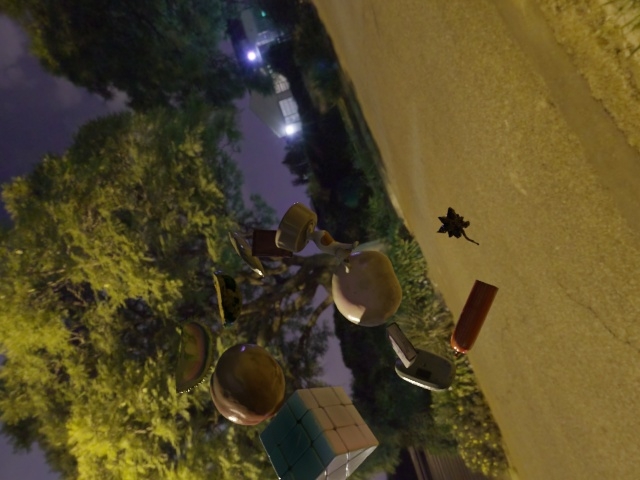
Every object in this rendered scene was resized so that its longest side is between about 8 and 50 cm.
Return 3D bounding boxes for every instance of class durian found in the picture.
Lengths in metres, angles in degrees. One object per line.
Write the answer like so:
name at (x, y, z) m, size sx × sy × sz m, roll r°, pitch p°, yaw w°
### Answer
durian at (-0.579, 0.516, 1.963) m, size 0.168 × 0.158 × 0.352 m, roll 13°, pitch -125°, yaw -32°

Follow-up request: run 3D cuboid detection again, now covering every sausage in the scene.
sausage at (0.585, 0.308, 1.648) m, size 0.093 × 0.092 × 0.313 m, roll 20°, pitch -86°, yaw -83°

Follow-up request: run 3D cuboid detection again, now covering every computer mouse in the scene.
computer mouse at (0.549, 0.677, 2.240) m, size 0.330 × 0.197 × 0.095 m, roll 13°, pitch 148°, yaw 42°

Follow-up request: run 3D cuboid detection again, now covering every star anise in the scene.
star anise at (0.493, -0.038, 1.503) m, size 0.190 × 0.098 × 0.070 m, roll 30°, pitch 174°, yaw -24°

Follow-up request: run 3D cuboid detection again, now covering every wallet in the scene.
wallet at (-0.183, 0.012, 1.650) m, size 0.030 × 0.165 × 0.111 m, roll -129°, pitch 44°, yaw -63°

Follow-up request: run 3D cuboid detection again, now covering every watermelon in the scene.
watermelon at (-0.473, 0.293, 2.139) m, size 0.123 × 0.129 × 0.302 m, roll -4°, pitch -101°, yaw -43°

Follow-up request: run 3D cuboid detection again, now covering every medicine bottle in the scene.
medicine bottle at (0.350, 0.453, 1.836) m, size 0.171 × 0.052 × 0.201 m, roll 56°, pitch 173°, yaw 24°

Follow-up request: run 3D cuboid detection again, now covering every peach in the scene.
peach at (-0.270, 0.535, 1.571) m, size 0.247 × 0.292 × 0.293 m, roll 4°, pitch -115°, yaw -57°

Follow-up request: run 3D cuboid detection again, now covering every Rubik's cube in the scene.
Rubik's cube at (-0.010, 0.854, 1.822) m, size 0.318 × 0.322 × 0.316 m, roll 18°, pitch -154°, yaw -48°

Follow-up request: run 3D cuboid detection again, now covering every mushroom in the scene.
mushroom at (0.243, 0.216, 2.036) m, size 0.353 × 0.352 × 0.325 m, roll -102°, pitch 16°, yaw -52°

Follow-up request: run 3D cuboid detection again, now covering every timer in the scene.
timer at (0.000, 0.000, 1.462) m, size 0.175 × 0.265 × 0.175 m, roll -56°, pitch -17°, yaw -27°

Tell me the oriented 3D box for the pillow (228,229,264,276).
pillow at (-0.383, 0.059, 2.183) m, size 0.185 × 0.075 × 0.302 m, roll 53°, pitch 174°, yaw -35°
